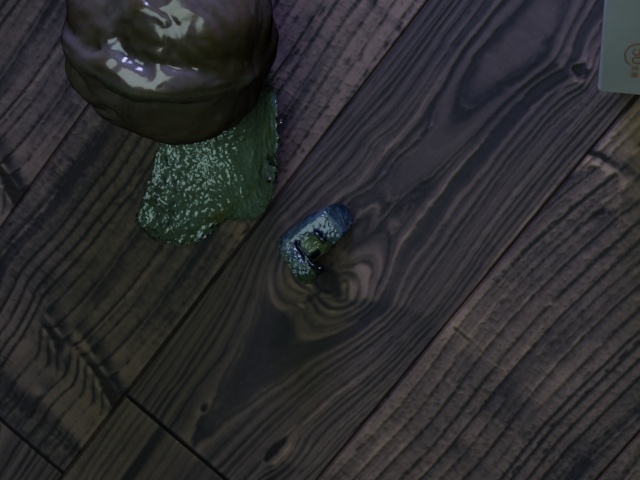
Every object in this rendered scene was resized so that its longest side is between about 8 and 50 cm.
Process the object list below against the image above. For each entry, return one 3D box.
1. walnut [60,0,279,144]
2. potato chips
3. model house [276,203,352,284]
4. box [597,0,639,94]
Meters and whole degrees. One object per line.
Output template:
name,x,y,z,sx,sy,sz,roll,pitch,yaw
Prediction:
walnut,-0.163,-0.228,1.815,0.248,0.248,0.248,2,100,13
potato chips,-0.126,-0.093,1.923,0.228,0.059,0.167,-29,86,22
model house,0.000,0.000,1.895,0.083,0.079,0.066,-37,91,15
box,0.465,-0.261,1.667,0.341,0.143,0.225,6,126,12
